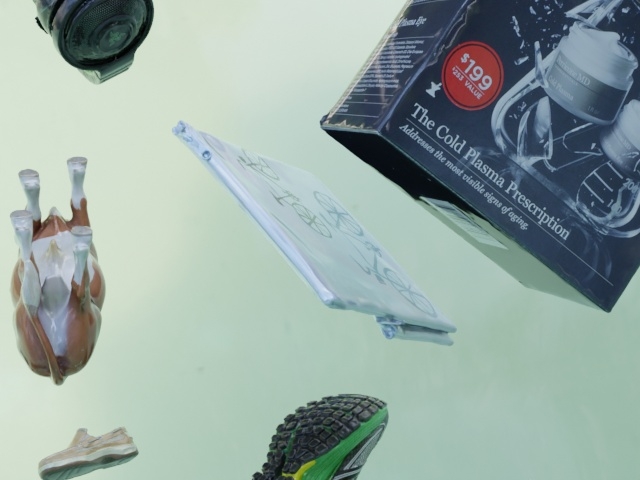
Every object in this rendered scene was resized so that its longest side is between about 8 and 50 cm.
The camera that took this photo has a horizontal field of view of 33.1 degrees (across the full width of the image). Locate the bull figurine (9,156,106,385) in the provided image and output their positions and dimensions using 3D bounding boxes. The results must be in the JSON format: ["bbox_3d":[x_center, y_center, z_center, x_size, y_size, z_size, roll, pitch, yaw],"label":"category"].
[{"bbox_3d":[-0.290,0.025,1.176,0.101,0.188,0.310,-5,28,-17],"label":"bull figurine"}]

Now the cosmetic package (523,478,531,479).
[{"bbox_3d":[0.130,0.400,1.300,0.296,0.129,0.153,-13,69,4],"label":"cosmetic package"}]

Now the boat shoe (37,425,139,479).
[{"bbox_3d":[-0.390,0.345,1.774,0.190,0.068,0.072,-1,61,-53],"label":"boat shoe"}]

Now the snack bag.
[{"bbox_3d":[0.000,0.000,1.319,0.323,0.037,0.342,49,15,27],"label":"snack bag"}]

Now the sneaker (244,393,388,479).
[{"bbox_3d":[-0.016,0.345,1.500,0.134,0.146,0.343,4,40,46],"label":"sneaker"}]

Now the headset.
[{"bbox_3d":[-0.326,-0.316,1.287,0.185,0.243,0.394,-32,-2,-18],"label":"headset"}]

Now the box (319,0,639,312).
[{"bbox_3d":[0.238,-0.150,1.180,0.312,0.343,0.179,-57,20,-5],"label":"box"}]
